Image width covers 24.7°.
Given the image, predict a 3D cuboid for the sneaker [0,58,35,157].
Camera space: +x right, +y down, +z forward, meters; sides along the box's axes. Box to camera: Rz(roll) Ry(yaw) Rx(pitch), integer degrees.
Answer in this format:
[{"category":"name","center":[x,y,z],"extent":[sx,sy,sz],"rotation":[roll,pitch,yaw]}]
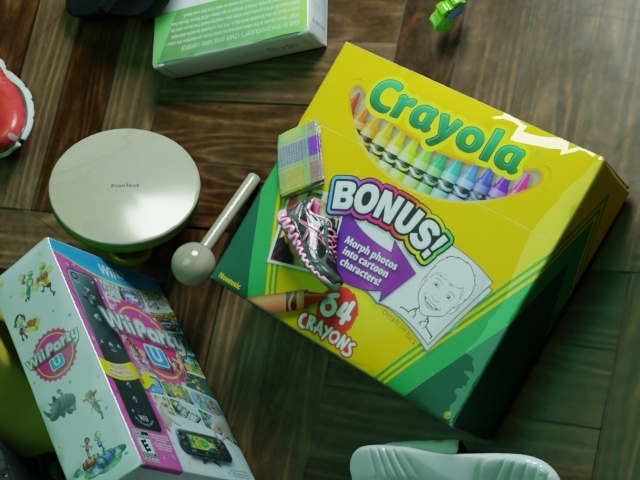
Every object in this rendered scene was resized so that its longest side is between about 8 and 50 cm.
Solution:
[{"category":"sneaker","center":[-0.488,-0.224,2.000],"extent":[0.107,0.118,0.279],"rotation":[-42,59,13]}]

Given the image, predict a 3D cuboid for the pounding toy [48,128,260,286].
[{"category":"pounding toy","center":[-0.213,-0.027,1.793],"extent":[0.237,0.110,0.183],"rotation":[21,54,12]}]

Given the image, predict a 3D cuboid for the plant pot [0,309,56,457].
[{"category":"plant pot","center":[-0.397,0.195,1.749],"extent":[0.212,0.187,0.212],"rotation":[-48,24,9]}]

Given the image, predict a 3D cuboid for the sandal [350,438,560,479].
[{"category":"sandal","center":[0.149,0.256,1.509],"extent":[0.265,0.076,0.101],"rotation":[-5,95,40]}]

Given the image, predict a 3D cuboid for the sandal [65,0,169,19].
[{"category":"sandal","center":[-0.265,-0.333,1.901],"extent":[0.255,0.054,0.097],"rotation":[-6,73,47]}]

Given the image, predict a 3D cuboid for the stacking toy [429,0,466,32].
[{"category":"stacking toy","center":[0.179,-0.364,1.708],"extent":[0.221,0.052,0.167],"rotation":[-40,57,15]}]

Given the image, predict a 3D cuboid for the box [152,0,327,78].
[{"category":"box","center":[-0.100,-0.379,1.867],"extent":[0.232,0.058,0.321],"rotation":[-8,70,28]}]

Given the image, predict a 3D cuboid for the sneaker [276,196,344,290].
[{"category":"sneaker","center":[0.000,0.000,1.572],"extent":[0.057,0.047,0.119],"rotation":[-34,59,4]}]

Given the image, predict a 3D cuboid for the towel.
[{"category":"towel","center":[-0.022,-0.090,1.637],"extent":[0.060,0.009,0.083],"rotation":[-20,60,28]}]

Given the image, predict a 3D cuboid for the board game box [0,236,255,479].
[{"category":"board game box","center":[-0.225,0.164,1.665],"extent":[0.097,0.224,0.303],"rotation":[-38,60,15]}]

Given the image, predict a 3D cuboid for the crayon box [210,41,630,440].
[{"category":"crayon box","center":[0.101,-0.008,1.601],"extent":[0.363,0.106,0.313],"rotation":[29,91,34]}]

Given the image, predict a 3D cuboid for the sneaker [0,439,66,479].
[{"category":"sneaker","center":[-0.374,0.286,1.634],"extent":[0.130,0.286,0.109],"rotation":[-51,33,15]}]
